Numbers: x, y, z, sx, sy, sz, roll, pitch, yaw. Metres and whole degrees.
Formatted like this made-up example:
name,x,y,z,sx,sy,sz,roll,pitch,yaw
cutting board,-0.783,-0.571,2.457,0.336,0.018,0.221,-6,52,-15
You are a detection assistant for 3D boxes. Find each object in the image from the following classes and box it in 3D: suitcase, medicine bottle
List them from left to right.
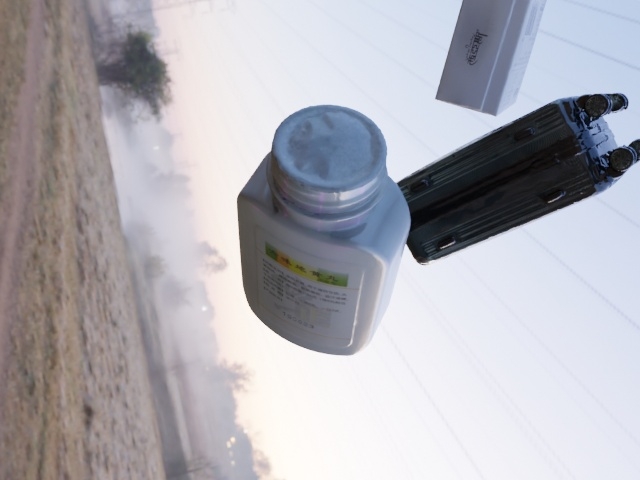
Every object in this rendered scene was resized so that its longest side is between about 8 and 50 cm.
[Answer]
name,x,y,z,sx,sy,sz,roll,pitch,yaw
medicine bottle,0.000,0.000,0.831,0.124,0.179,0.324,-58,165,-29
suitcase,0.251,-0.085,0.982,0.202,0.312,0.128,-21,86,-58

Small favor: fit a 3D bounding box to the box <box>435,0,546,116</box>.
name,x,y,z,sx,sy,sz,roll,pitch,yaw
box,0.288,-0.321,1.244,0.260,0.111,0.194,-38,144,-67
